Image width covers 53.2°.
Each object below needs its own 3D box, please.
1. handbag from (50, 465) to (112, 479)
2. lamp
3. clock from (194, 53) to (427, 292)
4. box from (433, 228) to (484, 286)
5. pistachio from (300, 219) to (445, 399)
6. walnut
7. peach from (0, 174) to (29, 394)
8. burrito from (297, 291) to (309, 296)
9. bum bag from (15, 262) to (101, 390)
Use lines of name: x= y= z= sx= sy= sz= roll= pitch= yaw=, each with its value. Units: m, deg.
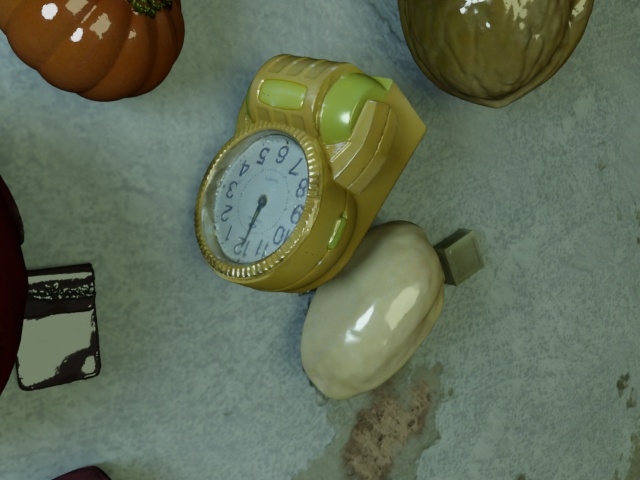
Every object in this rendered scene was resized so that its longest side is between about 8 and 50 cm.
handbag: x=-0.348 y=0.386 z=0.787 sx=0.225 sy=0.146 sz=0.135 roll=-19 pitch=103 yaw=-30
lamp: x=-0.262 y=-0.266 z=0.730 sx=0.223 sy=0.196 sz=0.223 roll=33 pitch=43 yaw=-38
clock: x=-0.030 y=-0.078 z=0.874 sx=0.200 sy=0.244 sz=0.317 roll=28 pitch=84 yaw=-47
box: x=0.256 y=0.032 z=1.176 sx=0.079 sy=0.035 sz=0.083 roll=-30 pitch=112 yaw=-25
pistachio: x=0.082 y=0.107 z=1.002 sx=0.187 sy=0.187 sz=0.299 roll=38 pitch=83 yaw=-29
walnut: x=0.266 y=-0.373 z=0.991 sx=0.332 sy=0.333 sz=0.333 roll=-4 pitch=98 yaw=-31
peach: x=-0.437 y=0.027 z=0.580 sx=0.310 sy=0.335 sz=0.406 roll=-34 pitch=109 yaw=-46
burrito: x=-0.001 y=0.000 z=1.008 sx=0.058 sy=0.045 sz=0.188 roll=23 pitch=83 yaw=-48
bum bag: x=-0.342 y=0.112 z=0.826 sx=0.109 sy=0.026 sz=0.159 roll=-8 pitch=101 yaw=-31
